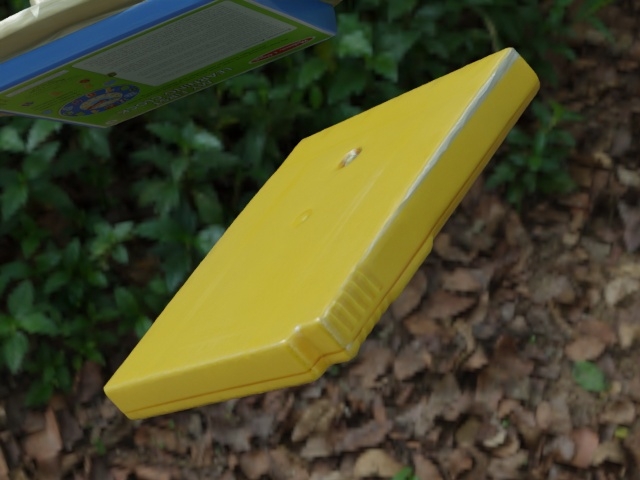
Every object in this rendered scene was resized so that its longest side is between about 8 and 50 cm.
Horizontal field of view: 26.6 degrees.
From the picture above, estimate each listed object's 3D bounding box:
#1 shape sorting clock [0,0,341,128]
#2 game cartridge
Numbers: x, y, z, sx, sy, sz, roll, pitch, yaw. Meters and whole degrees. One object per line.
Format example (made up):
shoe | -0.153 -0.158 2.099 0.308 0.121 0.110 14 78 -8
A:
shape sorting clock | -0.081 -0.099 0.639 0.206 0.206 0.040 -15 83 -12
game cartridge | 0.000 0.000 1.063 0.285 0.053 0.324 -19 29 51
